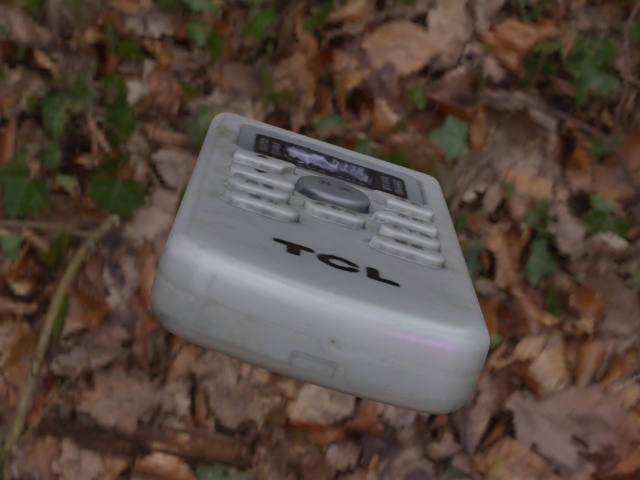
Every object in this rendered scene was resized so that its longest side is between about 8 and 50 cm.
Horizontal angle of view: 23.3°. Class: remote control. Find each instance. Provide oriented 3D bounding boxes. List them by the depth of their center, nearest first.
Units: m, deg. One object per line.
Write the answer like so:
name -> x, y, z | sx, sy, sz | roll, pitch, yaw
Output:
remote control -> 0.000, 0.000, 0.459 | 0.087, 0.029, 0.190 | 17, 15, -4
